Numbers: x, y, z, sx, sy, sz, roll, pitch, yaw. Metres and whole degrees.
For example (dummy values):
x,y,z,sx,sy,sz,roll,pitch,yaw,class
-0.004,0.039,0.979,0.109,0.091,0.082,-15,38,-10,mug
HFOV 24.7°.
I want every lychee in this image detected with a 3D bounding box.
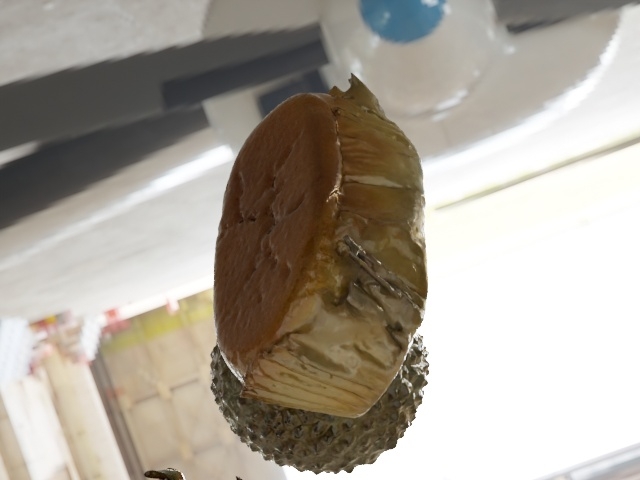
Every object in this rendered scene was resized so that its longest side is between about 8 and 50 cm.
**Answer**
x,y,z,sx,sy,sz,roll,pitch,yaw,class
0.001,0.148,1.712,0.255,0.255,0.274,-19,159,-28,lychee

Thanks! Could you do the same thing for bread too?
x,y,z,sx,sy,sz,roll,pitch,yaw,class
-0.005,0.010,1.509,0.183,0.388,0.236,18,126,-14,bread

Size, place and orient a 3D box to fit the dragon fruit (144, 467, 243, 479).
x,y,z,sx,sy,sz,roll,pitch,yaw,class
-0.137,0.315,1.348,0.224,0.224,0.227,-22,138,26,dragon fruit
